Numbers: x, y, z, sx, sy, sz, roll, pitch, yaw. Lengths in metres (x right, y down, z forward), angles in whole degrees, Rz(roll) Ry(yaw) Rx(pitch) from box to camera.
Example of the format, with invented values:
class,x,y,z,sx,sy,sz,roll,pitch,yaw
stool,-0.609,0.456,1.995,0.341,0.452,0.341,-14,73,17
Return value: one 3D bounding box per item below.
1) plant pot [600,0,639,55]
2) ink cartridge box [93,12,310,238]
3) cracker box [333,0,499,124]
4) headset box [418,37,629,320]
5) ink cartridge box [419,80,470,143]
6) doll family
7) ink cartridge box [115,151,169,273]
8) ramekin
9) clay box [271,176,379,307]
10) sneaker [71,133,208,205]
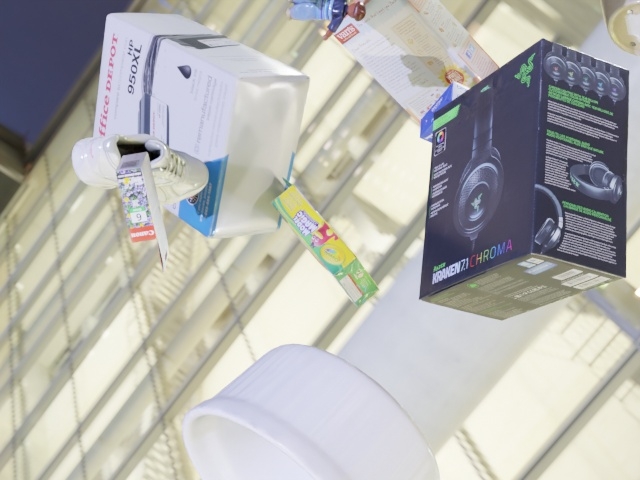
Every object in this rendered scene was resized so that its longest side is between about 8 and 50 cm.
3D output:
class,x,y,z,sx,sy,sz,roll,pitch,yaw
plant pot,0.624,-0.481,2.032,0.256,0.256,0.274,35,-127,-15
ink cartridge box,-0.225,-0.212,1.918,0.166,0.286,0.395,-8,-151,-42
cracker box,0.149,-0.306,1.739,0.232,0.155,0.067,43,-130,-20
headset box,0.243,-0.073,1.316,0.131,0.283,0.246,15,160,-22
ink cartridge box,0.264,-0.159,1.654,0.207,0.097,0.046,22,-128,-17
doll family,0.019,-0.369,1.478,0.111,0.193,0.076,9,-166,17
ink cartridge box,-0.182,-0.027,1.121,0.063,0.029,0.115,-97,-1,-70
ramekin,-0.005,0.242,1.175,0.277,0.135,0.277,31,145,24
clay box,0.000,0.000,1.805,0.222,0.053,0.127,48,177,35
sneaker,-0.250,-0.110,1.646,0.232,0.115,0.090,6,-105,-44
